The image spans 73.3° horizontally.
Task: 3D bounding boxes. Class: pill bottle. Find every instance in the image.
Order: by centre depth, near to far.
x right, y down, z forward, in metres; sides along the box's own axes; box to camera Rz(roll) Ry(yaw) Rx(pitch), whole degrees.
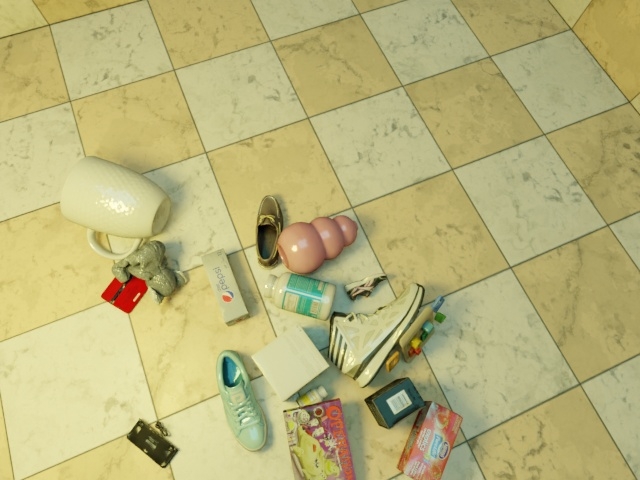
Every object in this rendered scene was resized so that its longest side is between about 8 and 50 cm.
[{"bbox_3d":[-0.031,0.577,1.557,0.116,0.065,0.065,-33,74,-13],"label":"pill bottle"},{"bbox_3d":[-0.080,0.207,1.650,0.264,0.146,0.146,16,70,4],"label":"pill bottle"}]

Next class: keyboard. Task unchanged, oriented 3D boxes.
[{"bbox_3d":[-0.584,0.701,1.517,0.180,0.023,0.108,34,79,9],"label":"keyboard"}]

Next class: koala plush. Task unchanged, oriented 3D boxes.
[{"bbox_3d":[-0.633,0.127,1.643,0.221,0.203,0.196,58,39,-9],"label":"koala plush"}]

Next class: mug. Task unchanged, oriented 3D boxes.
[{"bbox_3d":[-0.797,-0.104,1.701,0.328,0.276,0.374,20,99,-1],"label":"mug"}]

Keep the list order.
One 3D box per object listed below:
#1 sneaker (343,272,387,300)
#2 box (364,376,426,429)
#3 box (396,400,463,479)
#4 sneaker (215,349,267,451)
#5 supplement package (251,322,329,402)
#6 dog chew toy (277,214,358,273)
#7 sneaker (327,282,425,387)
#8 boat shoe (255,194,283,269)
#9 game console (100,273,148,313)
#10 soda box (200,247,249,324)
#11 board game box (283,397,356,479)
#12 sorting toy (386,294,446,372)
[{"bbox_3d":[0.186,0.187,1.717,0.178,0.072,0.077,-21,83,-1],"label":"sneaker"},{"bbox_3d":[0.253,0.563,1.496,0.153,0.207,0.108,-28,73,-10],"label":"box"},{"bbox_3d":[0.377,0.703,1.490,0.122,0.128,0.257,27,70,8],"label":"box"},{"bbox_3d":[-0.293,0.561,1.510,0.135,0.150,0.366,-24,72,-9],"label":"sneaker"},{"bbox_3d":[-0.107,0.443,1.559,0.203,0.149,0.194,-35,74,-13],"label":"supplement package"},{"bbox_3d":[0.000,0.000,1.710,0.331,0.207,0.207,-22,72,-19],"label":"dog chew toy"},{"bbox_3d":[0.188,0.293,1.614,0.257,0.169,0.447,36,75,9],"label":"sneaker"},{"bbox_3d":[-0.213,-0.047,1.766,0.116,0.097,0.325,2,70,-1],"label":"boat shoe"},{"bbox_3d":[-0.771,0.198,1.702,0.124,0.085,0.144,39,71,-21],"label":"game console"},{"bbox_3d":[-0.372,0.182,1.679,0.098,0.091,0.286,-22,72,-11],"label":"soda box"},{"bbox_3d":[0.002,0.741,1.473,0.208,0.056,0.347,-10,82,-10],"label":"board game box"},{"bbox_3d":[0.370,0.360,1.586,0.047,0.196,0.348,32,70,35],"label":"sorting toy"}]
